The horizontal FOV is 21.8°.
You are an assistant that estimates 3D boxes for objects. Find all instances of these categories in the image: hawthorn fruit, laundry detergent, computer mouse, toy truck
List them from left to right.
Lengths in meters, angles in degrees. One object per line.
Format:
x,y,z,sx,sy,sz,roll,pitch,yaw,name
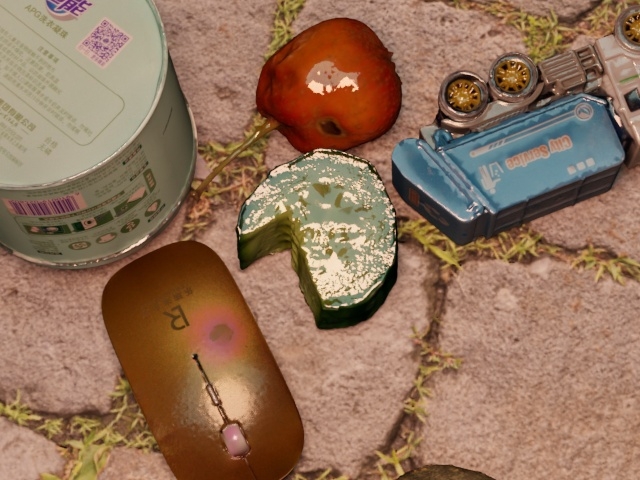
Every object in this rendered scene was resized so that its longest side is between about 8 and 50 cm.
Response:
-0.289,-0.131,1.850,0.287,0.305,0.287,-1,70,3,laundry detergent
-0.135,0.143,1.867,0.158,0.072,0.310,-26,71,-4,computer mouse
-0.038,-0.139,1.924,0.285,0.165,0.165,-36,72,-3,hawthorn fruit
0.258,-0.130,1.904,0.367,0.146,0.175,-22,78,-1,toy truck

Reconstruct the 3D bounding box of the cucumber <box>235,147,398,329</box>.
0.009,-0.004,1.888,0.191,0.130,0.191,-1,77,4,cucumber

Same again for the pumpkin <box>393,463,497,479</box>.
0.100,0.394,1.661,0.328,0.257,0.291,-31,84,-15,pumpkin
